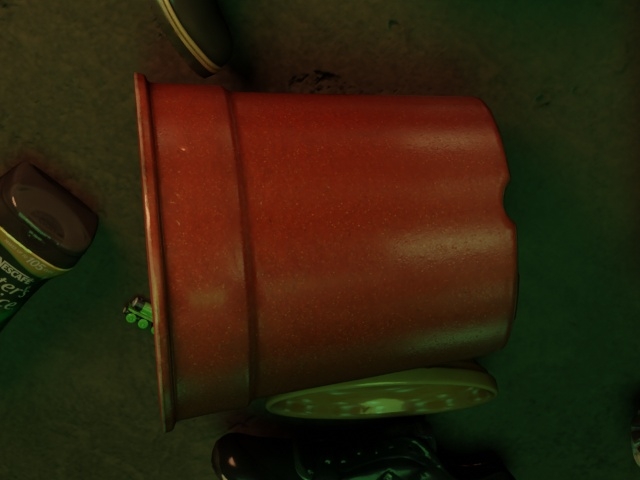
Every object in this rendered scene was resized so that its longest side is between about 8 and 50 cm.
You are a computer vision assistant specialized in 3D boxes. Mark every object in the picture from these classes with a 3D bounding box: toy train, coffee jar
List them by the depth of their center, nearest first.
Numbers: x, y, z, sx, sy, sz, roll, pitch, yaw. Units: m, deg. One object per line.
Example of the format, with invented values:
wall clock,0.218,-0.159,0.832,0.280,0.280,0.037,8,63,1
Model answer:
coffee jar,-0.275,0.019,1.281,0.096,0.079,0.184,39,116,-21
toy train,-0.135,0.075,1.349,0.083,0.017,0.024,28,110,-15

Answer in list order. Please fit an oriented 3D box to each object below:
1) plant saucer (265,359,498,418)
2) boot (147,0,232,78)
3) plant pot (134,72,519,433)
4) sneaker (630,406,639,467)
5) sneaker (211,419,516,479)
plant saucer,0.051,0.122,1.303,0.200,0.037,0.200,-2,166,-1
boot,-0.070,-0.227,1.118,0.137,0.077,0.198,-20,122,9
plant pot,0.000,0.000,1.159,0.265,0.272,0.272,-4,124,-6
sneaker,0.421,0.178,1.360,0.283,0.110,0.122,-6,141,9
sneaker,0.044,0.206,1.394,0.283,0.107,0.124,20,107,-15
